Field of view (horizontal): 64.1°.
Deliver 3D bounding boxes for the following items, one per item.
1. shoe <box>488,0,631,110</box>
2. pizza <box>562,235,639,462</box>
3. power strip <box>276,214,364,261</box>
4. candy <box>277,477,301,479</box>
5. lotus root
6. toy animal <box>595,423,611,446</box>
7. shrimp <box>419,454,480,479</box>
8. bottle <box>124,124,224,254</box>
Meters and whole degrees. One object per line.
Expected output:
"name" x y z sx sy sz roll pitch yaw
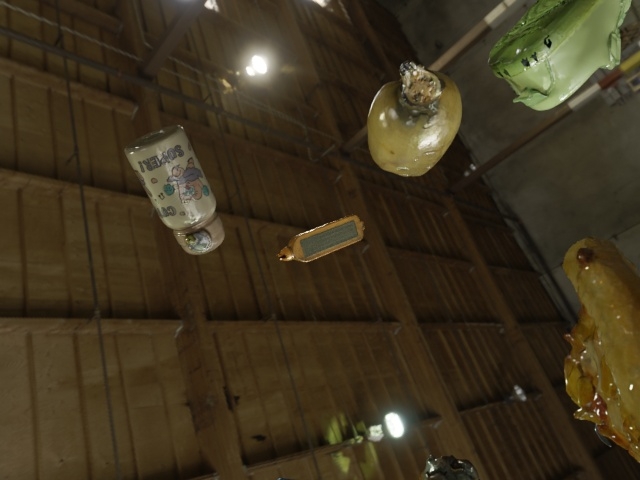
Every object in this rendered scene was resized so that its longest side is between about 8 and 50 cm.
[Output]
"shoe" 0.321 -0.272 0.677 0.262 0.140 0.128 -41 -61 -24
"pizza" 0.218 0.092 0.382 0.161 0.062 0.182 59 -158 -60
"power strip" 0.000 0.000 0.905 0.178 0.028 0.049 -22 -78 -27
"candy" 0.068 0.453 0.740 0.157 0.306 0.100 29 -106 -38
"lotus root" 0.129 -0.167 0.707 0.125 0.221 0.118 -42 -105 -17
"toy animal" 0.422 0.258 0.759 0.050 0.028 0.084 44 -132 -50
"shrimp" 0.143 0.161 0.284 0.166 0.161 0.049 43 -146 -7
"bottle" -0.226 -0.072 0.832 0.110 0.097 0.209 -111 0 -63
